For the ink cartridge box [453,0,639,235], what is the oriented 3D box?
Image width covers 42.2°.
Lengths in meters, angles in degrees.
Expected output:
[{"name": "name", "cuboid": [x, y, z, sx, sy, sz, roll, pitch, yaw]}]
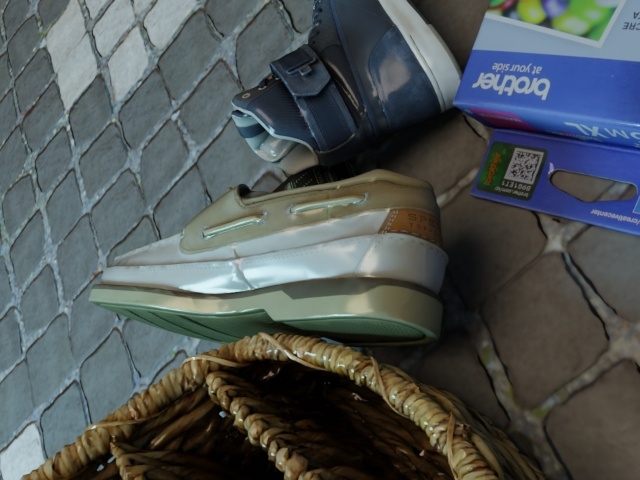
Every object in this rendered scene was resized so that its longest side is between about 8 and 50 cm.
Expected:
[{"name": "ink cartridge box", "cuboid": [0.201, -0.163, 0.516, 0.186, 0.065, 0.311, 20, 91, 46]}]

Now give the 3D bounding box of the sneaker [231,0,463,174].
[{"name": "sneaker", "cuboid": [-0.008, -0.153, 0.656, 0.163, 0.086, 0.226, -30, 54, 4]}]

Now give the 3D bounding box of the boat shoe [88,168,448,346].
[{"name": "boat shoe", "cuboid": [-0.043, 0.017, 0.601, 0.302, 0.113, 0.103, -2, 69, 35]}]

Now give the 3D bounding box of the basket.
[{"name": "basket", "cuboid": [-0.007, 0.170, 0.465, 0.299, 0.223, 0.213, 36, 98, 50]}]

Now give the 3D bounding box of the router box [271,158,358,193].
[{"name": "router box", "cuboid": [0.000, 0.000, 0.663, 0.092, 0.038, 0.122, -38, 52, 27]}]
